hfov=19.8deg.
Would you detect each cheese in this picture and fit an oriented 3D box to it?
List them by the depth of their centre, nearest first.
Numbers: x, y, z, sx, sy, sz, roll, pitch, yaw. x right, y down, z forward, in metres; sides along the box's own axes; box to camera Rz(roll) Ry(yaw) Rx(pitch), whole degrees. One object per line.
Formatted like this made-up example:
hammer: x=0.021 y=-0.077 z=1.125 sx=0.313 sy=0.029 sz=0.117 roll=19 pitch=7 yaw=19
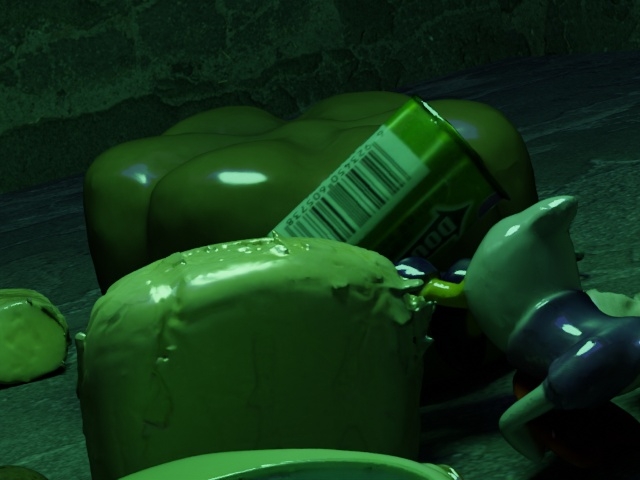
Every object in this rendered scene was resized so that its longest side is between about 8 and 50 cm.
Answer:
cheese: x=-0.355 y=0.104 z=2.106 sx=0.123 sy=0.094 sz=0.167 roll=-16 pitch=11 yaw=-15

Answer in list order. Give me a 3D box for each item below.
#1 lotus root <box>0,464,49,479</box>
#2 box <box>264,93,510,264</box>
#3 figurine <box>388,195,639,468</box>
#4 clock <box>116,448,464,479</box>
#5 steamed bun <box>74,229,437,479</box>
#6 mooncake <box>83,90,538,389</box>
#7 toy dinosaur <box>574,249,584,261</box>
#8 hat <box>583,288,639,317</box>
lotus root: x=-0.228 y=0.220 z=1.283 sx=0.120 sy=0.120 sz=0.209 roll=-7 pitch=12 yaw=20
box: x=0.002 y=0.037 z=1.563 sx=0.345 sy=0.134 sz=0.097 roll=-44 pitch=55 yaw=0
figurine: x=0.215 y=0.071 z=1.400 sx=0.421 sy=0.193 sz=0.154 roll=21 pitch=19 yaw=39
clock: x=-0.035 y=0.221 z=1.088 sx=0.348 sy=0.117 sz=0.286 roll=-3 pitch=13 yaw=33
steamed bun: x=-0.053 y=0.105 z=1.417 sx=0.273 sy=0.232 sz=0.166 roll=-12 pitch=16 yaw=-12
mooncake: x=0.000 y=0.000 z=1.844 sx=0.467 sy=0.262 sz=0.467 roll=-7 pitch=10 yaw=1
toy dinosaur: x=0.149 y=0.015 z=2.136 sx=0.363 sy=0.076 sz=0.147 roll=-5 pitch=24 yaw=29
hat: x=0.355 y=0.084 z=1.554 sx=0.219 sy=0.164 sz=0.226 roll=-15 pitch=-31 yaw=25
